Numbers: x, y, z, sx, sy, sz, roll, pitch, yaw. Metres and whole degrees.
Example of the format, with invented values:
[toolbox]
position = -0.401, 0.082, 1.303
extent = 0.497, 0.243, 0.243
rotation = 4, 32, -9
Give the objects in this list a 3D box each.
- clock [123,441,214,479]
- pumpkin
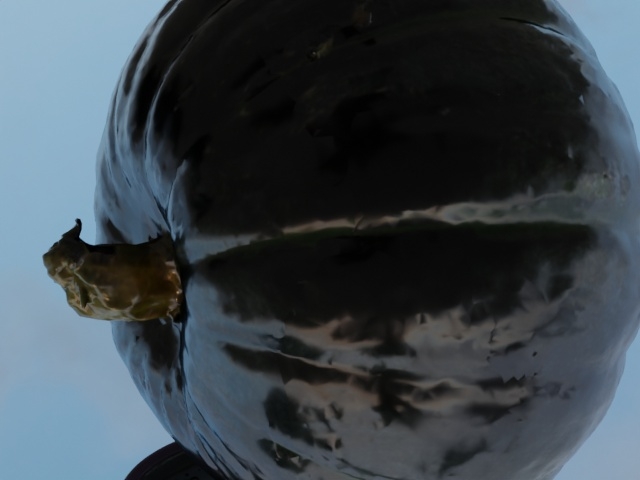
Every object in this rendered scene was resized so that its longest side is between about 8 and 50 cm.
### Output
[clock]
position = -0.053, 0.155, 0.559
extent = 0.110, 0.050, 0.153
rotation = -15, -146, -13
[pumpkin]
position = 0.000, 0.000, 0.478
extent = 0.216, 0.250, 0.250
rotation = -9, -148, -23
